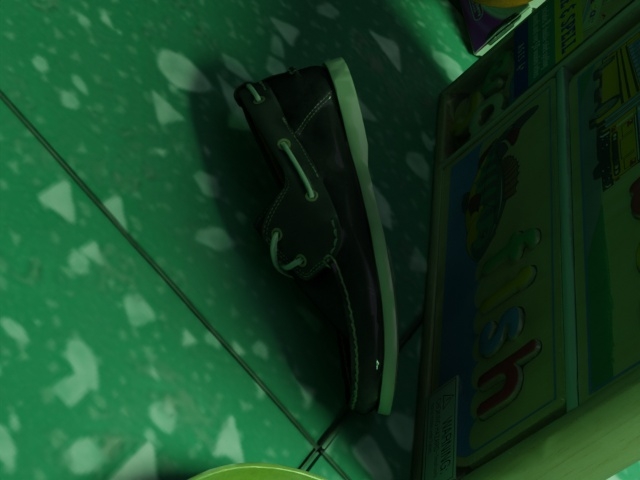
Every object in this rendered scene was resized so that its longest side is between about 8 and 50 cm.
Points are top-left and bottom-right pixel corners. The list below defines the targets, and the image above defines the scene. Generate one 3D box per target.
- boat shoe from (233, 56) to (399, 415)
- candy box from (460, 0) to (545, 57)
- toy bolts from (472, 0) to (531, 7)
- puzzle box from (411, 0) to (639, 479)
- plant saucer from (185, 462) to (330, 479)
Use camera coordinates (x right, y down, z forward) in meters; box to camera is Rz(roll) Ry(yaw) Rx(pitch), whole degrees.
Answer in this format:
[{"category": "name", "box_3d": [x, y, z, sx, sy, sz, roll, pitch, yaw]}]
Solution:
[{"category": "boat shoe", "box_3d": [0.000, 0.000, 0.889, 0.079, 0.084, 0.233, -9, 67, -8]}, {"category": "candy box", "box_3d": [0.223, -0.199, 1.283, 0.233, 0.071, 0.159, 21, 45, -35]}, {"category": "toy bolts", "box_3d": [0.162, -0.323, 1.153, 0.228, 0.158, 0.218, -20, 58, -17]}, {"category": "puzzle box", "box_3d": [0.171, -0.032, 0.913, 0.052, 0.272, 0.409, 33, 39, -22]}, {"category": "plant saucer", "box_3d": [-0.009, 0.223, 0.696, 0.241, 0.037, 0.241, 27, 43, -28]}]
